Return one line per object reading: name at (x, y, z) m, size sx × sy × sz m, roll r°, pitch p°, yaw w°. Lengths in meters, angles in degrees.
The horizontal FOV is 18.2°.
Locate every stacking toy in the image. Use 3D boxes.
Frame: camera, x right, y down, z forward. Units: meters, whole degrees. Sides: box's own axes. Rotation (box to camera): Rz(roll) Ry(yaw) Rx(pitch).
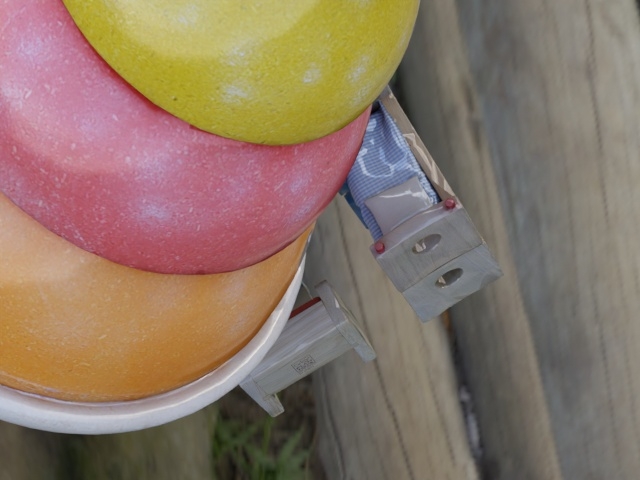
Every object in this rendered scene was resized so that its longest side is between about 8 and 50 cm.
stacking toy at (-0.060, -0.126, 1.065) m, size 0.350 × 0.480 × 0.350 m, roll 16°, pitch 58°, yaw -27°

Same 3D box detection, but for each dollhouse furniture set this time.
dollhouse furniture set at (0.000, 0.000, 1.315) m, size 0.184 × 0.129 × 0.129 m, roll -32°, pitch 62°, yaw 3°
